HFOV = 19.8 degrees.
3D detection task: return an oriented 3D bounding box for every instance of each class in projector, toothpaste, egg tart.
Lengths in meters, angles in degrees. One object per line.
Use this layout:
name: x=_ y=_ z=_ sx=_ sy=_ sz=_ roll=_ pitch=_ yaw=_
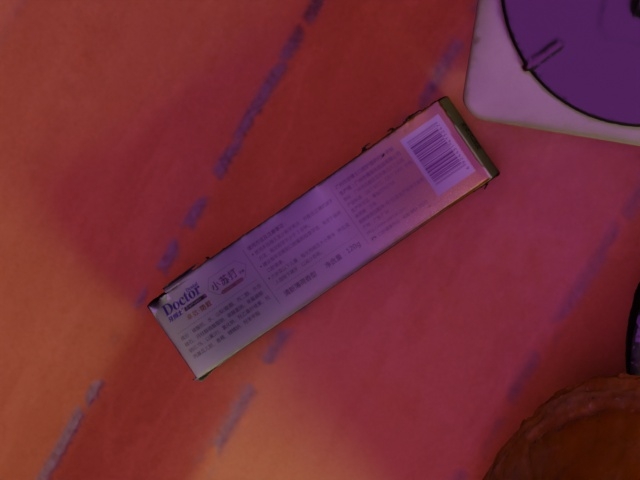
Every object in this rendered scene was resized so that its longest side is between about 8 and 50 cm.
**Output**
projector: x=0.260 y=-0.206 z=1.466 sx=0.259 sy=0.079 sz=0.257 roll=10 pitch=99 yaw=10
toothpaste: x=0.000 y=0.000 z=1.553 sx=0.313 sy=0.071 sz=0.089 roll=-35 pitch=92 yaw=13
egg tart: x=0.274 y=0.275 z=1.444 sx=0.351 sy=0.153 sz=0.340 roll=24 pitch=125 yaw=18

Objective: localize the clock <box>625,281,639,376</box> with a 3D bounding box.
clock: x=0.409 y=0.100 z=1.483 sx=0.325 sy=0.067 sz=0.325 roll=2 pitch=98 yaw=12
